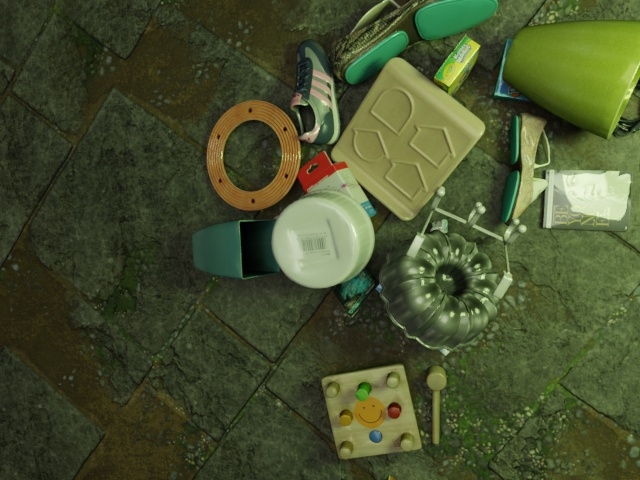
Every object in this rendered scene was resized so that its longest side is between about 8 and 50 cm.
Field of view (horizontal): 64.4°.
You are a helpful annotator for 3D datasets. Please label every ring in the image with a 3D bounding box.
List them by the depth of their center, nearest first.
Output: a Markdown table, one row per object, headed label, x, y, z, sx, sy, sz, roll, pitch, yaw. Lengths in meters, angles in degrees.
| label | x | y | z | sx | sy | sz | roll | pitch | yaw |
| --- | --- | --- | --- | --- | --- | --- | --- | --- | --- |
| ring | -0.206 | -0.259 | 1.564 | 0.337 | 0.032 | 0.336 | 1 | 92 | 26 |

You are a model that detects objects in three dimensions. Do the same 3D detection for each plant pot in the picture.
| label | x | y | z | sx | sy | sz | roll | pitch | yaw |
| --- | --- | --- | --- | --- | --- | --- | --- | --- | --- |
| plant pot | 0.620 | -0.427 | 1.262 | 0.294 | 0.275 | 0.274 | 26 | 98 | 25 |
| plant pot | -0.270 | 0.023 | 1.539 | 0.234 | 0.165 | 0.165 | -1 | 93 | 35 |

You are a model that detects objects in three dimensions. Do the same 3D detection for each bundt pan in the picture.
| label | x | y | z | sx | sy | sz | roll | pitch | yaw |
| --- | --- | --- | --- | --- | --- | --- | --- | --- | --- |
| bundt pan | 0.326 | 0.114 | 1.326 | 0.331 | 0.124 | 0.330 | 7 | 64 | -14 |

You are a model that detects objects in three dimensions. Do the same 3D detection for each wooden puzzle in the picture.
| label | x | y | z | sx | sy | sz | roll | pitch | yaw |
| --- | --- | --- | --- | --- | --- | --- | --- | --- | --- |
| wooden puzzle | 0.237 | -0.280 | 1.438 | 0.322 | 0.080 | 0.347 | 42 | 122 | 10 |

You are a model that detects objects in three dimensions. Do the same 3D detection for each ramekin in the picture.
| label | x | y | z | sx | sy | sz | roll | pitch | yaw |
| --- | --- | --- | --- | --- | --- | --- | --- | --- | --- |
| ramekin | 0.000 | 0.000 | 1.400 | 0.277 | 0.135 | 0.277 | 2 | 98 | 16 |

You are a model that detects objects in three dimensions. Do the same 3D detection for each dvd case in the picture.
| label | x | y | z | sx | sy | sz | roll | pitch | yaw |
| --- | --- | --- | --- | --- | --- | --- | --- | --- | --- |
| dvd case | 0.735 | -0.111 | 1.405 | 0.221 | 0.018 | 0.164 | 3 | 93 | 12 |

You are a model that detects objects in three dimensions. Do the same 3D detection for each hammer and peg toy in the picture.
| label | x | y | z | sx | sy | sz | roll | pitch | yaw |
| --- | --- | --- | --- | --- | --- | --- | --- | --- | --- |
| hammer and peg toy | 0.201 | 0.500 | 1.489 | 0.362 | 0.127 | 0.265 | -12 | 90 | 12 |

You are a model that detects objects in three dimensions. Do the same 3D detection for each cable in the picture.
| label | x | y | z | sx | sy | sz | roll | pitch | yaw |
| --- | --- | --- | --- | --- | --- | --- | --- | --- | --- |
| cable | 0.819 | -0.382 | 1.361 | 0.151 | 0.047 | 0.184 | -34 | 85 | 11 |

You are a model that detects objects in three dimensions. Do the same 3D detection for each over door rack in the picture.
| label | x | y | z | sx | sy | sz | roll | pitch | yaw |
| --- | --- | --- | --- | --- | --- | --- | --- | --- | --- |
| over door rack | 0.375 | -0.023 | 1.265 | 0.240 | 0.324 | 0.108 | 25 | 125 | 9 |

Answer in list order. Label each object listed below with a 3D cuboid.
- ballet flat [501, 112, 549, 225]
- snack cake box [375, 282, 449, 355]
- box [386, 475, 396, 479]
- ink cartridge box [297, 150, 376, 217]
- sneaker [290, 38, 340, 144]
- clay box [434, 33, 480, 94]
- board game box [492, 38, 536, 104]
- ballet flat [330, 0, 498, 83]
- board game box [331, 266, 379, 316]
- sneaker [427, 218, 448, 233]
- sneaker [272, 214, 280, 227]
| label | x | y | z | sx | sy | sz | roll | pitch | yaw |
| --- | --- | --- | --- | --- | --- | --- | --- | --- | --- |
| ballet flat | 0.571 | -0.192 | 1.396 | 0.106 | 0.107 | 0.315 | 6 | 95 | 3 |
| snack cake box | 0.288 | 0.186 | 1.445 | 0.264 | 0.152 | 0.089 | 44 | 101 | 8 |
| box | 0.291 | 0.799 | 1.506 | 0.232 | 0.087 | 0.058 | 28 | 96 | 11 |
| ink cartridge box | 0.043 | -0.138 | 1.499 | 0.134 | 0.078 | 0.231 | -33 | 85 | 35 |
| sneaker | -0.033 | -0.437 | 1.484 | 0.112 | 0.131 | 0.318 | -16 | 87 | 49 |
| clay box | 0.363 | -0.456 | 1.365 | 0.053 | 0.222 | 0.127 | 38 | 100 | 8 |
| board game box | 0.601 | -0.458 | 1.404 | 0.210 | 0.047 | 0.160 | 12 | 95 | 12 |
| ballet flat | 0.240 | -0.622 | 1.432 | 0.483 | 0.164 | 0.182 | -24 | 67 | 14 |
| board game box | 0.093 | 0.126 | 1.476 | 0.026 | 0.186 | 0.126 | 33 | 100 | -25 |
| sneaker | 0.341 | -0.011 | 1.487 | 0.069 | 0.038 | 0.098 | -5 | 87 | 17 |
| sneaker | -0.061 | 0.005 | 1.542 | 0.225 | 0.093 | 0.088 | 44 | 101 | 8 |
